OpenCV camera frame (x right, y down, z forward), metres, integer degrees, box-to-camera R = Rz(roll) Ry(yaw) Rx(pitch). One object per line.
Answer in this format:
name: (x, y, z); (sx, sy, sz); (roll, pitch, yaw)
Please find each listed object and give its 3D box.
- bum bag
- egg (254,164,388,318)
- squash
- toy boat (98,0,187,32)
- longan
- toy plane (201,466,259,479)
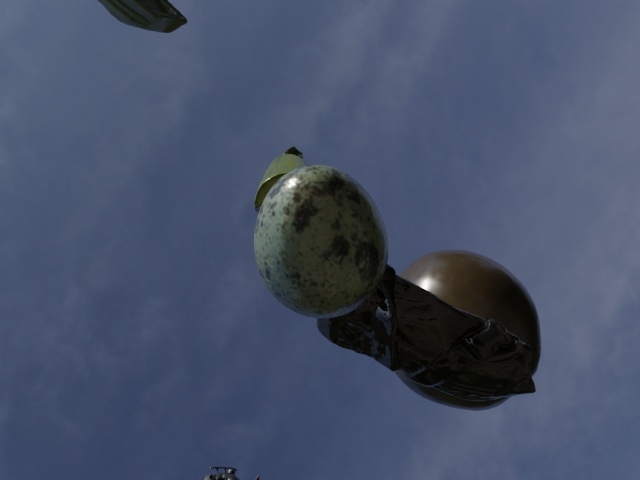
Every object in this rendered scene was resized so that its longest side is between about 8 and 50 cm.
bum bag: (0.148, 0.133, 0.868); (0.326, 0.080, 0.142); (23, -61, 0)
egg: (0.000, 0.000, 0.622); (0.132, 0.132, 0.172); (-25, -40, -15)
squash: (-0.042, -0.081, 0.892); (0.090, 0.200, 0.075); (-35, -75, 13)
toy boat: (-0.284, -0.370, 0.816); (0.055, 0.093, 0.293); (-42, -99, 28)
longan: (0.250, 0.161, 1.145); (0.297, 0.297, 0.297); (-5, -76, -21)
toy plane: (-0.147, 0.419, 1.075); (0.145, 0.037, 0.060); (7, -71, -12)
